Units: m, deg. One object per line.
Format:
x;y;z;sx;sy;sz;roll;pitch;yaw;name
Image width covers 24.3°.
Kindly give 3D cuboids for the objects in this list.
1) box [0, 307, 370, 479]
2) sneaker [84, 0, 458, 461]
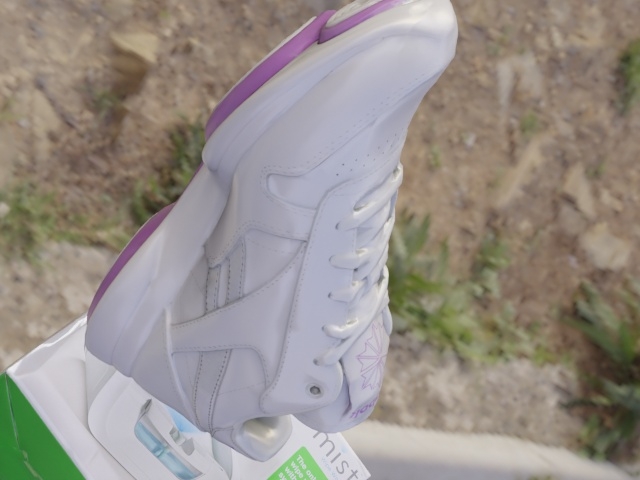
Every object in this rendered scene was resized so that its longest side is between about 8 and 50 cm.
-0.128;0.170;1.234;0.231;0.262;0.127;-37;-176;-41;box
0.000;0.000;0.723;0.114;0.152;0.305;-42;174;-44;sneaker
